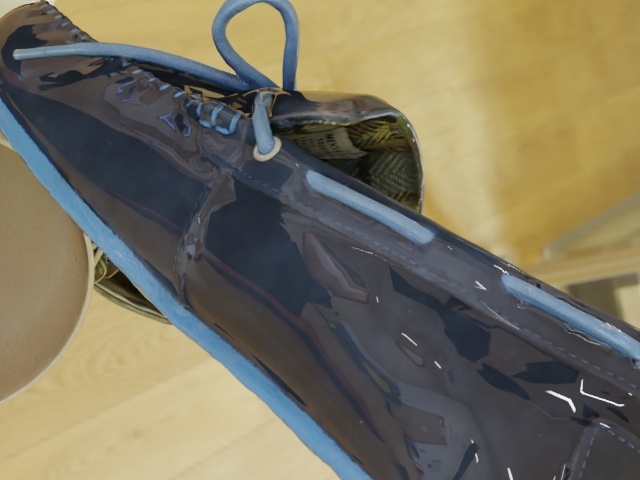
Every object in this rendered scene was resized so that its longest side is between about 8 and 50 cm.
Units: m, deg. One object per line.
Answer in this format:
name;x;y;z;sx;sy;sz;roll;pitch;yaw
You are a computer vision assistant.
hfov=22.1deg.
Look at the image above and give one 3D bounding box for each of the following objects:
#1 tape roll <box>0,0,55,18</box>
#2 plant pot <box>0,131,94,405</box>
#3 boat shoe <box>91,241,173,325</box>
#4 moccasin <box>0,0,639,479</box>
tape roll;-0.335;-0.274;1.390;0.100;0.286;0.286;7;73;-50
plant pot;-0.333;-0.018;1.318;0.284;0.284;0.191;51;9;-34
boat shoe;-0.211;-0.020;1.577;0.121;0.119;0.335;-50;142;1
moccasin;0.000;0.000;0.617;0.117;0.342;0.138;-49;152;-2
